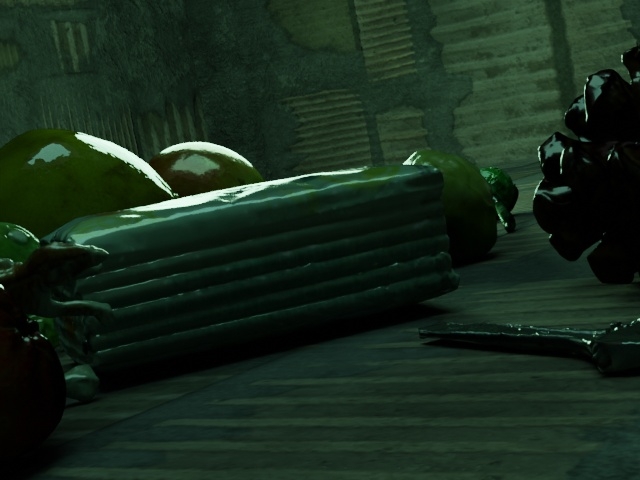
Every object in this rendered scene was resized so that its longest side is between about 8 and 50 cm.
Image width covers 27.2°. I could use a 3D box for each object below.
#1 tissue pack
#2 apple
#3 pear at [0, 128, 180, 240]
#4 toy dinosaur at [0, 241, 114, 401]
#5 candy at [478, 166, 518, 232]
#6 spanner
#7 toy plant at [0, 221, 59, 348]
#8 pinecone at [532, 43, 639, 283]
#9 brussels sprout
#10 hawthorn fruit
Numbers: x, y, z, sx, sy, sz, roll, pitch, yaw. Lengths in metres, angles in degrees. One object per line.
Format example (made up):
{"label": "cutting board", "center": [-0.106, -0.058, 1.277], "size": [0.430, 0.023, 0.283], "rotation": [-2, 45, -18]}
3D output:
{"label": "tissue pack", "center": [-0.084, 0.025, 1.402], "size": [0.388, 0.162, 0.287], "rotation": [-12, 2, -17]}
{"label": "apple", "center": [-0.197, -0.040, 2.225], "size": [0.226, 0.246, 0.246], "rotation": [13, 15, 24]}
{"label": "pear", "center": [-0.349, -0.024, 1.951], "size": [0.375, 0.287, 0.287], "rotation": [3, 1, -16]}
{"label": "toy dinosaur", "center": [-0.310, 0.093, 1.154], "size": [0.393, 0.092, 0.205], "rotation": [-18, -26, 20]}
{"label": "candy", "center": [0.279, -0.056, 2.098], "size": [0.097, 0.097, 0.323], "rotation": [-10, 12, 2]}
{"label": "spanner", "center": [0.177, 0.079, 1.054], "size": [0.093, 0.026, 0.325], "rotation": [-14, 5, -29]}
{"label": "toy plant", "center": [-0.437, 0.062, 1.473], "size": [0.316, 0.224, 0.184], "rotation": [-16, -25, -50]}
{"label": "pinecone", "center": [0.324, -0.069, 1.246], "size": [0.244, 0.244, 0.309], "rotation": [-15, -12, -40]}
{"label": "brussels sprout", "center": [0.155, -0.036, 1.708], "size": [0.152, 0.149, 0.122], "rotation": [-25, 21, 4]}
{"label": "hawthorn fruit", "center": [-0.294, 0.113, 0.991], "size": [0.194, 0.157, 0.157], "rotation": [-28, 2, 11]}
